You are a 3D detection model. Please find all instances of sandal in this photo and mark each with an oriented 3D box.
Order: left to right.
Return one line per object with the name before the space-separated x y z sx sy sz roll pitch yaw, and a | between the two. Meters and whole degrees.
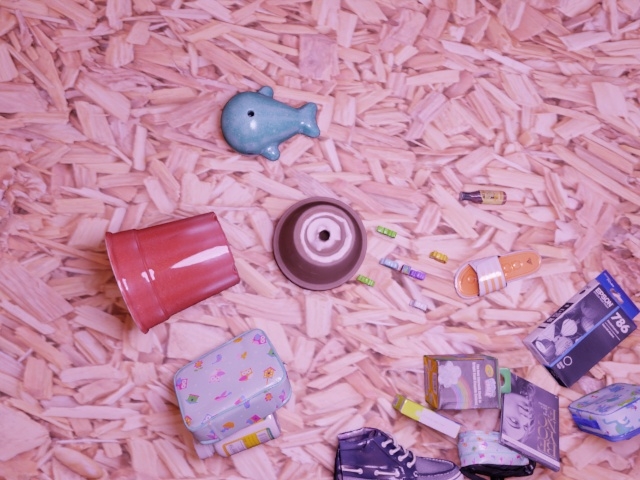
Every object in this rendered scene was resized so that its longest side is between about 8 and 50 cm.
sandal | 0.502 0.082 1.431 0.266 0.076 0.101 -20 85 -5

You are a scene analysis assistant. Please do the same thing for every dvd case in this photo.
dvd case | 0.554 0.469 1.357 0.165 0.018 0.221 28 45 0

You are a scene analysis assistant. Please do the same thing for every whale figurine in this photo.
whale figurine | -0.136 -0.327 1.406 0.272 0.141 0.216 -4 84 -4

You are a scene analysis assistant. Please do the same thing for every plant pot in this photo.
plant pot | -0.361 0.062 1.306 0.265 0.272 0.272 -20 85 -14
plant pot | 0.000 0.000 1.337 0.264 0.229 0.262 0 84 -2

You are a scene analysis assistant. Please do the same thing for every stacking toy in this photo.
stacking toy | 0.226 0.078 1.426 0.221 0.052 0.166 24 81 -3

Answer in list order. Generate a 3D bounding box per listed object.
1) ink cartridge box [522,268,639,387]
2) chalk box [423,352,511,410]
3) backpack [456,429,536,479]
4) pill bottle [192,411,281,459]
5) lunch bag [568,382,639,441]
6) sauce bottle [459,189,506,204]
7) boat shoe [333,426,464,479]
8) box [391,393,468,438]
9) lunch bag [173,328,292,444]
ink cartridge box | 0.745 0.240 1.437 0.333 0.065 0.165 -39 87 -7
chalk box | 0.396 0.372 1.369 0.213 0.132 0.132 0 83 -4
backpack | 0.441 0.558 1.336 0.182 0.152 0.115 15 48 -19
pill bottle | -0.217 0.484 1.327 0.209 0.117 0.117 -20 85 -5
lunch bag | 0.764 0.444 1.337 0.176 0.219 0.090 -22 79 -6
sauce bottle | 0.463 -0.123 1.468 0.128 0.042 0.042 1 84 -5
boat shoe | 0.198 0.569 1.335 0.341 0.127 0.157 -5 92 -3
box | 0.286 0.466 1.362 0.178 0.109 0.042 26 79 0
lunch bag | -0.218 0.357 1.299 0.279 0.224 0.107 -27 130 -12
